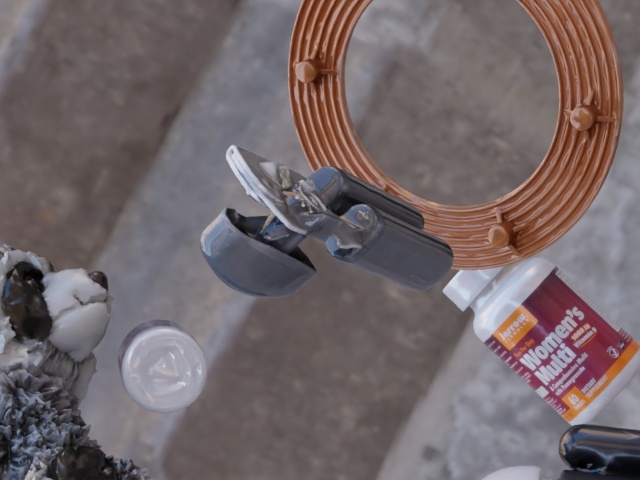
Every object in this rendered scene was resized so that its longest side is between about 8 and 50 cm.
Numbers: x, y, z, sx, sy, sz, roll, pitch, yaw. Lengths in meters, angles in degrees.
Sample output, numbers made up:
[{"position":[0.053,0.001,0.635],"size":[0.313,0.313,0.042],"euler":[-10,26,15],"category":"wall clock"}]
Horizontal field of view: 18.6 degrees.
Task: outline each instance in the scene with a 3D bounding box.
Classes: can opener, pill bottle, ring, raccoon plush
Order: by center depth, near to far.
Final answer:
[{"position":[0.000,0.000,1.369],"size":[0.095,0.283,0.076],"euler":[-44,66,11],"category":"can opener"},{"position":[-0.326,0.182,1.455],"size":[0.446,0.216,0.299],"euler":[-31,63,-19],"category":"raccoon plush"},{"position":[-0.127,0.097,1.548],"size":[0.067,0.067,0.120],"euler":[-64,8,-1],"category":"pill bottle"},{"position":[0.111,-0.134,1.758],"size":[0.336,0.032,0.337],"euler":[9,109,28],"category":"ring"},{"position":[0.251,0.097,2.208],"size":[0.121,0.221,0.121],"euler":[-47,-4,-5],"category":"pill bottle"}]

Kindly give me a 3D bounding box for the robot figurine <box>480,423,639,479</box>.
[{"position":[0.220,0.257,1.400],"size":[0.209,0.278,0.174],"euler":[-66,-18,-60],"category":"robot figurine"}]
